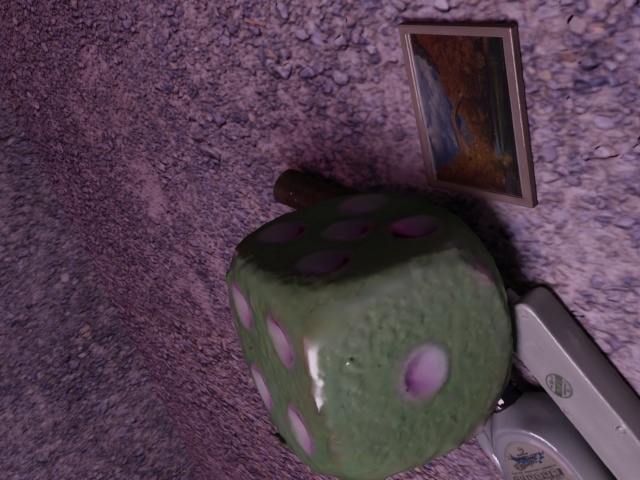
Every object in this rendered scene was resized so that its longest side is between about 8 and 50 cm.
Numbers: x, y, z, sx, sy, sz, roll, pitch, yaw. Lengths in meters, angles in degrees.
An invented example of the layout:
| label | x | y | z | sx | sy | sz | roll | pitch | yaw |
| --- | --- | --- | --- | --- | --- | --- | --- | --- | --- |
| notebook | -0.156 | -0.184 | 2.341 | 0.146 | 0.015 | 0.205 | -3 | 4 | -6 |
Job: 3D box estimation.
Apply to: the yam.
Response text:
| label | x | y | z | sx | sy | sz | roll | pitch | yaw |
| --- | --- | --- | --- | --- | --- | --- | --- | --- | --- |
| yam | -0.003 | -0.070 | 1.371 | 0.169 | 0.068 | 0.068 | 25 | 137 | 36 |

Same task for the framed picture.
| label | x | y | z | sx | sy | sz | roll | pitch | yaw |
| --- | --- | --- | --- | --- | --- | --- | --- | --- | --- |
| framed picture | 0.195 | -0.168 | 1.065 | 0.184 | 0.016 | 0.249 | 18 | 132 | 44 |

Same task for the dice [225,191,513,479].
| label | x | y | z | sx | sy | sz | roll | pitch | yaw |
| --- | --- | --- | --- | --- | --- | --- | --- | --- | --- |
| dice | 0.063 | 0.125 | 1.175 | 0.330 | 0.318 | 0.322 | 29 | 135 | 59 |

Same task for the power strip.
| label | x | y | z | sx | sy | sz | roll | pitch | yaw |
| --- | --- | --- | --- | --- | --- | --- | --- | --- | --- |
| power strip | 0.382 | 0.218 | 1.125 | 0.385 | 0.062 | 0.091 | 52 | 148 | 5 |

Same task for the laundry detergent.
| label | x | y | z | sx | sy | sz | roll | pitch | yaw |
| --- | --- | --- | --- | --- | --- | --- | --- | --- | --- |
| laundry detergent | 0.332 | 0.329 | 1.252 | 0.280 | 0.105 | 0.215 | 52 | 150 | 4 |
